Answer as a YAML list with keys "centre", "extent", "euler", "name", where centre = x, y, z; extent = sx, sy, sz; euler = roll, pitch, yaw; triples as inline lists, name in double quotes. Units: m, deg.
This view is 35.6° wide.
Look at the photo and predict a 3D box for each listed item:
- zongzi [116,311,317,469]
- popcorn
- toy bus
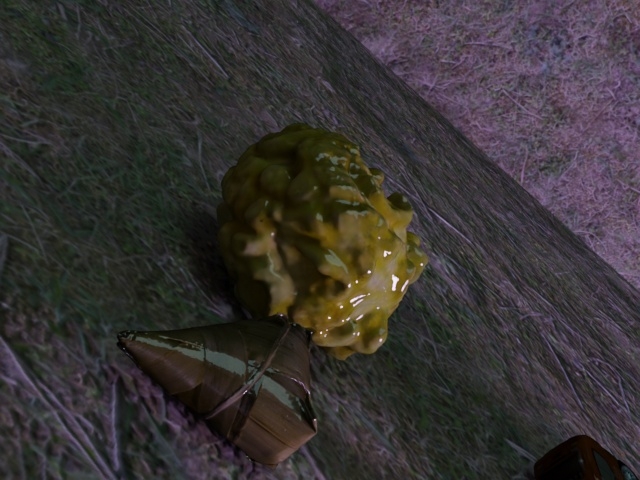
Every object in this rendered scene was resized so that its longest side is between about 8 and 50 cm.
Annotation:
- centre: [-0.083, 0.088, 0.823]
  extent: [0.176, 0.078, 0.160]
  euler: [35, 18, -16]
  name: "zongzi"
- centre: [0.004, -0.003, 1.000]
  extent: [0.235, 0.181, 0.217]
  euler: [52, 19, -1]
  name: "popcorn"
- centre: [0.422, 0.384, 1.177]
  extent: [0.409, 0.093, 0.092]
  euler: [40, 28, -11]
  name: "toy bus"
